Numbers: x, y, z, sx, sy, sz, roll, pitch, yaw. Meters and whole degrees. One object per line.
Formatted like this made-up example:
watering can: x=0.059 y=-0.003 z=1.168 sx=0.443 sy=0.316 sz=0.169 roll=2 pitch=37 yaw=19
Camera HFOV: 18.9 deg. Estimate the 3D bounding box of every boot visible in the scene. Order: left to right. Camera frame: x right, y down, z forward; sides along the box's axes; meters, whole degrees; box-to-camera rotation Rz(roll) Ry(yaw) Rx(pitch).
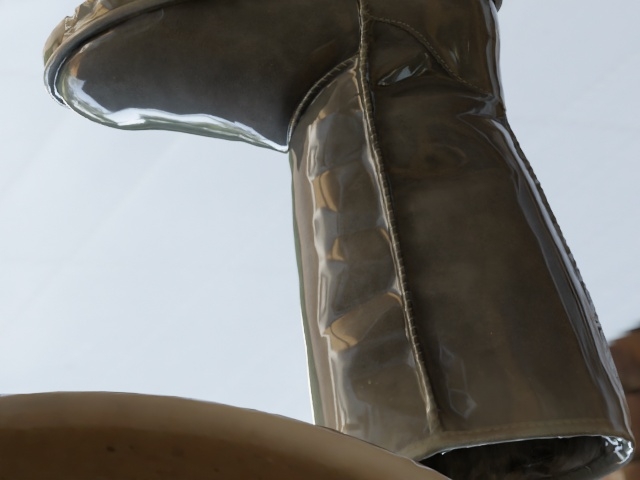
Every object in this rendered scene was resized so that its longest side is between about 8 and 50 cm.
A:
boot: x=-0.002 y=-0.001 z=0.665 sx=0.189 sy=0.208 sz=0.076 roll=-12 pitch=157 yaw=11

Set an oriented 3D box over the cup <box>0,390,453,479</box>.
cup: x=-0.066 y=0.229 z=0.396 sx=0.331 sy=0.331 sz=0.237 roll=-10 pitch=128 yaw=-1
